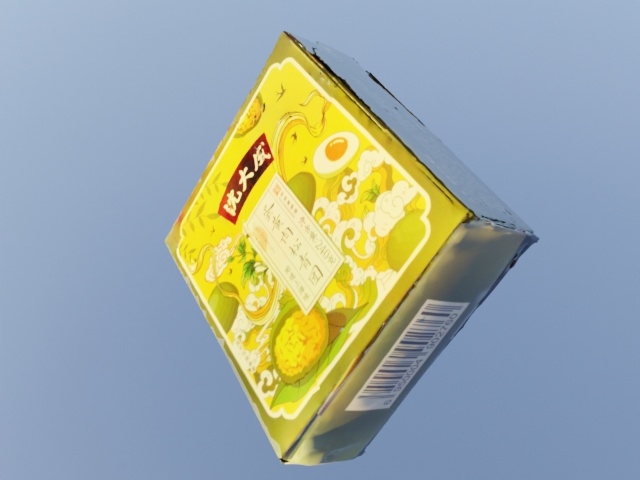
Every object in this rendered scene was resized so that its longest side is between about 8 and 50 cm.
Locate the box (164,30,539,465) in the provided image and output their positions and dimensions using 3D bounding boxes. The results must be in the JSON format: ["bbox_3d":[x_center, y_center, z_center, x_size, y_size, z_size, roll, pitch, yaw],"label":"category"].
[{"bbox_3d":[0.000,0.000,0.868,0.373,0.138,0.420,-57,-132,24],"label":"box"}]
